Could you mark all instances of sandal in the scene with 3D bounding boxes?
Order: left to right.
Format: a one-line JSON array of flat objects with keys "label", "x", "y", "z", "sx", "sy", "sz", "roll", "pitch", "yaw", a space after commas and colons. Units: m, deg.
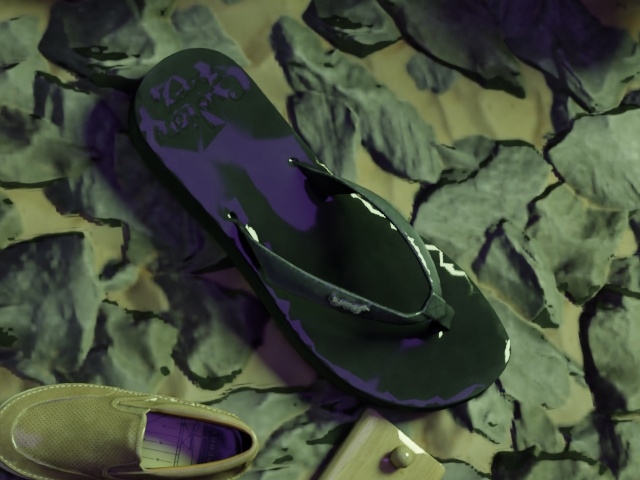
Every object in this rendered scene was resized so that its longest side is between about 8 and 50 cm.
[{"label": "sandal", "x": -0.001, "y": 0.000, "z": 0.697, "sx": 0.254, "sy": 0.054, "sz": 0.097, "roll": 41, "pitch": 68, "yaw": -6}]

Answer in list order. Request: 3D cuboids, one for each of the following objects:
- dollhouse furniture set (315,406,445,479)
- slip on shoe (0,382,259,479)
[{"label": "dollhouse furniture set", "x": 0.071, "y": 0.168, "z": 0.631, "sx": 0.144, "sy": 0.151, "sz": 0.123, "roll": 40, "pitch": 67, "yaw": -9}, {"label": "slip on shoe", "x": -0.097, "y": 0.099, "z": 0.647, "sx": 0.135, "sy": 0.041, "sz": 0.051, "roll": 11, "pitch": 74, "yaw": -17}]
